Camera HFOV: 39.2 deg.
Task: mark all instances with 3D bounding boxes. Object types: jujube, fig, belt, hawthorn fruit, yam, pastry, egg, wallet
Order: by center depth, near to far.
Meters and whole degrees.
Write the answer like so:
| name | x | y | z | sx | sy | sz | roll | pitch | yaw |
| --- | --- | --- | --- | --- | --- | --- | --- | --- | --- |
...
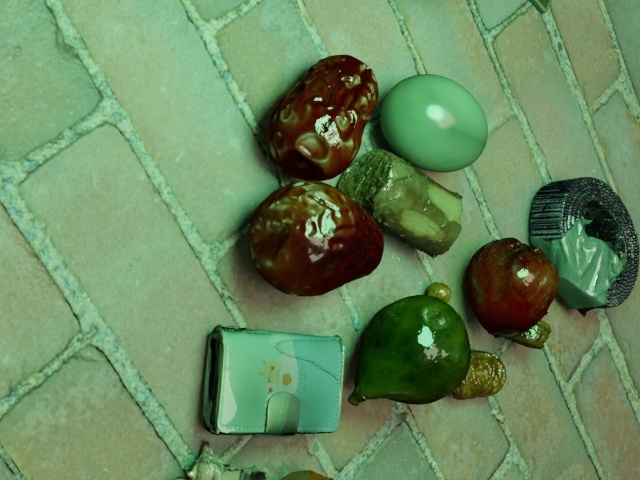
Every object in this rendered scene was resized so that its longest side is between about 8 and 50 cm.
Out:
| name | x | y | z | sx | sy | sz | roll | pitch | yaw |
| --- | --- | --- | --- | --- | --- | --- | --- | --- | --- |
| wallet | -0.074 | 0.234 | 1.477 | 0.250 | 0.075 | 0.176 | 10 | 82 | -38 |
| jujube | 0.000 | 0.000 | 1.481 | 0.255 | 0.190 | 0.190 | 11 | 84 | -56 |
| jujube | 0.009 | -0.205 | 1.492 | 0.155 | 0.155 | 0.230 | 52 | 52 | -28 |
| fig | 0.150 | 0.212 | 1.585 | 0.245 | 0.195 | 0.195 | -36 | 113 | -36 |
| yam | 0.153 | -0.070 | 1.625 | 0.238 | 0.129 | 0.128 | 28 | 109 | -35 |
| egg | 0.209 | -0.210 | 1.634 | 0.230 | 0.168 | 0.168 | 23 | 77 | -39 |
| fig | 0.219 | 0.119 | 1.731 | 0.050 | 0.050 | 0.083 | 36 | 79 | -34 |
| hawthorn fruit | 0.375 | 0.101 | 1.779 | 0.185 | 0.185 | 0.202 | -1 | 107 | -39 |
| pastry | 0.425 | 0.190 | 1.866 | 0.109 | 0.097 | 0.057 | 28 | 75 | -35 |
| belt | 0.587 | 0.005 | 1.980 | 0.325 | 0.122 | 0.260 | 46 | 60 | -29 |

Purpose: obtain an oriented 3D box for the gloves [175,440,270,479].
| name | x | y | z | sx | sy | sz | roll | pitch | yaw |
| --- | --- | --- | --- | --- | --- | --- | --- | --- | --- |
| gloves | -0.148 | 0.385 | 1.398 | 0.094 | 0.144 | 0.110 | 77 | 35 | -69 |

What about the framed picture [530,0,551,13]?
| name | x | y | z | sx | sy | sz | roll | pitch | yaw |
| --- | --- | --- | --- | --- | --- | --- | --- | --- | --- |
| framed picture | 0.445 | -0.604 | 1.915 | 0.203 | 0.015 | 0.150 | 35 | 70 | -34 |

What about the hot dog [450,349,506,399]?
| name | x | y | z | sx | sy | sz | roll | pitch | yaw |
| --- | --- | --- | --- | --- | --- | --- | --- | --- | --- |
| hot dog | 0.302 | 0.269 | 1.789 | 0.147 | 0.065 | 0.099 | -1 | 92 | -33 |

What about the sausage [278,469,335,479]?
| name | x | y | z | sx | sy | sz | roll | pitch | yaw |
| --- | --- | --- | --- | --- | --- | --- | --- | --- | --- |
| sausage | -0.072 | 0.470 | 1.453 | 0.258 | 0.133 | 0.133 | -28 | 109 | -38 |
